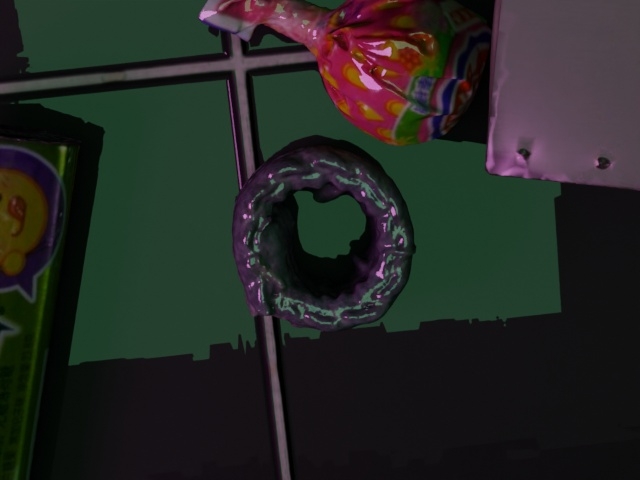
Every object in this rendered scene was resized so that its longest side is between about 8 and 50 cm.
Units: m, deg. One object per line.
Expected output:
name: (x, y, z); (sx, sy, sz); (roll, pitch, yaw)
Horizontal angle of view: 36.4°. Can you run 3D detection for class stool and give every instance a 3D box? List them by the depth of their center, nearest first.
stool: (0.273, -0.118, 0.640); (0.270, 0.243, 0.170); (10, 102, 28)

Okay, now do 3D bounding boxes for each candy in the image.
candy: (-0.046, -0.190, 0.751); (0.365, 0.124, 0.124); (27, 98, 3)

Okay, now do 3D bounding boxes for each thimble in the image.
thimble: (0.000, -0.003, 0.772); (0.150, 0.098, 0.150); (0, 99, -2)

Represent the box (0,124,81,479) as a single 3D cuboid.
box: (-0.279, 0.081, 0.763); (0.134, 0.097, 0.345); (4, 101, -40)
